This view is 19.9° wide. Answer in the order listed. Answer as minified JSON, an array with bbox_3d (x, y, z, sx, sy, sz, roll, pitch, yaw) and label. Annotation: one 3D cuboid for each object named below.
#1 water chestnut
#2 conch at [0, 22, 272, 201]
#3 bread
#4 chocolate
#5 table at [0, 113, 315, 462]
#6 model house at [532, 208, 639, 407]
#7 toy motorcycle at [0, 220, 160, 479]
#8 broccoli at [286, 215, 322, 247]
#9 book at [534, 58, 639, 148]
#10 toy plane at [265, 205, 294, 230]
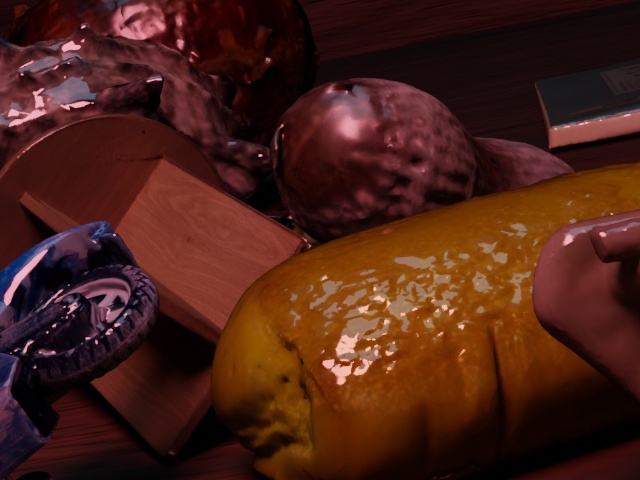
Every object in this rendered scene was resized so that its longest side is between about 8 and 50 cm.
[{"bbox_3d":[-0.173,-0.168,1.672,0.350,0.302,0.350,-22,-6,-2],"label":"water chestnut"},{"bbox_3d":[-0.151,-0.026,1.229,0.186,0.241,0.313,35,18,32],"label":"conch"},{"bbox_3d":[0.132,0.022,0.884,0.383,0.112,0.166,-15,10,-18],"label":"bread"},{"bbox_3d":[0.071,-0.019,0.999,0.110,0.110,0.248,-3,-16,37],"label":"chocolate"},{"bbox_3d":[-0.086,0.030,1.023,0.167,0.167,0.226,-16,20,-21],"label":"table"},{"bbox_3d":[0.213,0.041,0.677,0.229,0.122,0.188,-10,12,-7],"label":"model house"},{"bbox_3d":[-0.185,0.083,0.858,0.254,0.092,0.135,-38,31,-13],"label":"toy motorcycle"},{"bbox_3d":[0.000,0.000,1.219,0.097,0.092,0.095,19,50,41],"label":"broccoli"},{"bbox_3d":[0.347,-0.152,1.806,0.264,0.031,0.379,-9,10,8],"label":"book"},{"bbox_3d":[-0.014,-0.003,1.367,0.197,0.053,0.078,-6,4,23],"label":"toy plane"}]
